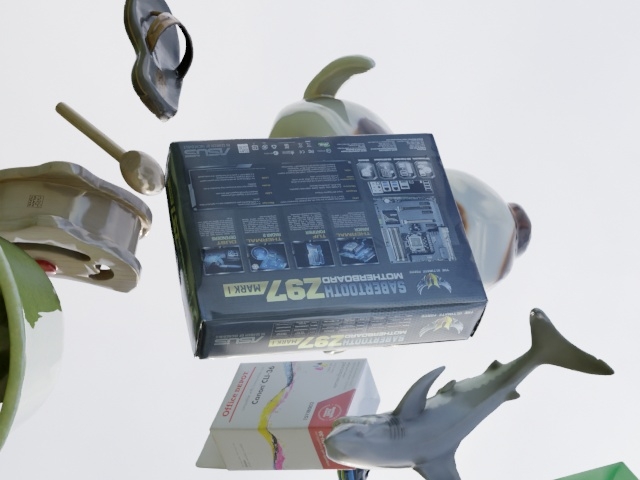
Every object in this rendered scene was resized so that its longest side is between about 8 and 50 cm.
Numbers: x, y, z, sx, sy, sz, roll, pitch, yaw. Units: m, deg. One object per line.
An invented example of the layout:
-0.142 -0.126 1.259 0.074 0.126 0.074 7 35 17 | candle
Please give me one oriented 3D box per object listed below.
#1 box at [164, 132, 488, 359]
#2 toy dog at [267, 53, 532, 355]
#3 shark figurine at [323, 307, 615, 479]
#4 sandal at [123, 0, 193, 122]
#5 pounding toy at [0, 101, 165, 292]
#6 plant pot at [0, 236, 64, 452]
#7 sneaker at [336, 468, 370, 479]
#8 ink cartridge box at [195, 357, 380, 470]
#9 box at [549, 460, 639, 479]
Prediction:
0.000 0.000 1.122 0.059 0.233 0.183 104 -23 -50 | box
0.095 -0.028 1.907 0.408 0.285 0.395 28 -83 45 | toy dog
0.139 0.184 1.347 0.116 0.278 0.166 61 -13 22 | shark figurine
-0.186 -0.230 1.645 0.060 0.090 0.219 -33 -143 21 | sandal
-0.259 -0.040 1.454 0.270 0.154 0.154 -5 -119 25 | pounding toy
-0.313 0.076 1.032 0.254 0.276 0.276 11 68 -83 | plant pot
0.064 0.321 2.082 0.067 0.078 0.188 -160 -114 -70 | sneaker
-0.045 0.194 1.543 0.198 0.115 0.067 -5 -56 22 | ink cartridge box
0.249 0.400 1.555 0.127 0.262 0.231 -126 -152 -60 | box
